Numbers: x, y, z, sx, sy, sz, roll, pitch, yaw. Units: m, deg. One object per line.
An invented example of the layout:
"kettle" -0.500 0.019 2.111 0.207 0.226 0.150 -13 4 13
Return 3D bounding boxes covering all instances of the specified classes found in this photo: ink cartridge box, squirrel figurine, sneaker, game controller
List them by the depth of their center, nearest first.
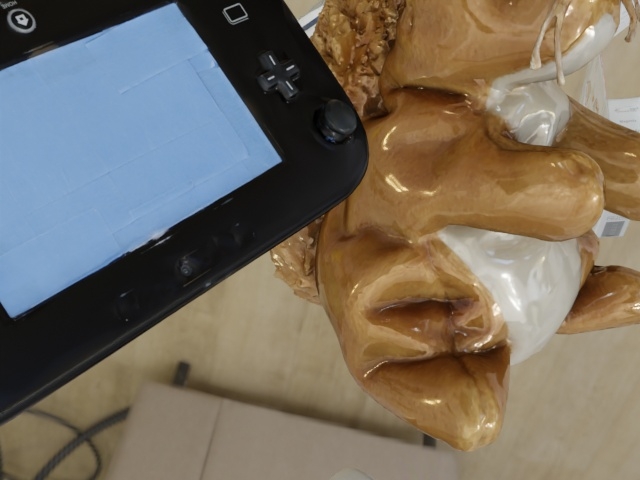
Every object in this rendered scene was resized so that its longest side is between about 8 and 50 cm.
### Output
"game controller" -0.108 -0.040 0.520 0.067 0.319 0.166 -21 100 47
"squirrel figurine" 0.086 -0.101 0.907 0.397 0.281 0.370 24 127 46
"ink cartridge box" 0.464 -0.161 1.774 0.060 0.239 0.275 -3 159 5
"sneaker" -0.026 -0.343 1.958 0.095 0.090 0.235 48 153 -13

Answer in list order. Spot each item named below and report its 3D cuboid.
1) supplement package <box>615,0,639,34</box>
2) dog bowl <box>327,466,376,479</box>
"supplement package" 0.399 -0.419 1.474 0.134 0.139 0.244 35 140 22
"dog bowl" 0.063 0.312 0.859 0.104 0.265 0.265 -37 127 -16
